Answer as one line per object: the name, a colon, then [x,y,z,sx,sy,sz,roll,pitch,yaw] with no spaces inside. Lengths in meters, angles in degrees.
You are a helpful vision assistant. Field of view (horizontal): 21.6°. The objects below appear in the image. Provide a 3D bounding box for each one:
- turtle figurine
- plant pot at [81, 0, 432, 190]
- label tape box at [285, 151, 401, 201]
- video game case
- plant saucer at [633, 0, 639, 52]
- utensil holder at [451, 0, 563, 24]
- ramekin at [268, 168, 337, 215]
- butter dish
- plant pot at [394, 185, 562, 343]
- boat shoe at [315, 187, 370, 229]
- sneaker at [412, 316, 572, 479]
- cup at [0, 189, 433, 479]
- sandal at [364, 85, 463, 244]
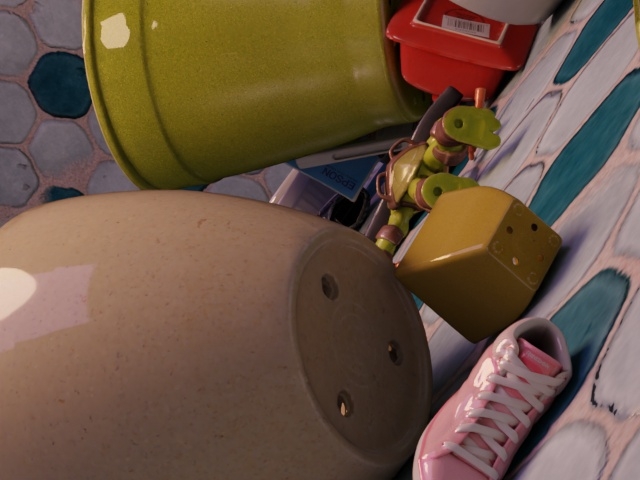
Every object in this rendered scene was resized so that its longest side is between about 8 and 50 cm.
turtle figurine: [0.109,-0.071,1.662,0.269,0.087,0.217,-57,5,-16]
plant pot: [-0.051,-0.248,2.060,0.366,0.353,0.366,-3,-90,-71]
label tape box: [0.027,-0.225,2.361,0.348,0.249,0.115,-58,-12,-21]
video game case: [0.075,-0.179,2.184,0.193,0.023,0.212,-9,38,19]
plant saucer: [0.283,-0.209,1.202,0.188,0.045,0.188,-53,6,23]
utensil holder: [0.233,-0.472,1.803,0.385,0.327,0.327,-55,5,29]
ramekin: [-0.030,-0.020,2.462,0.207,0.109,0.207,-54,6,8]
butter dish: [0.156,-0.208,1.930,0.160,0.160,0.118,-62,-14,-56]
plant pot: [0.118,0.011,1.154,0.083,0.081,0.081,-22,31,58]
boat shoe: [0.000,0.000,2.298,0.183,0.065,0.083,-56,4,-16]
sneaker: [0.098,0.094,0.935,0.134,0.051,0.070,-54,-2,-40]
cup: [-0.062,0.099,1.190,0.237,0.331,0.331,-19,27,33]
sandal: [0.102,-0.052,1.871,0.254,0.054,0.097,-64,-3,5]
